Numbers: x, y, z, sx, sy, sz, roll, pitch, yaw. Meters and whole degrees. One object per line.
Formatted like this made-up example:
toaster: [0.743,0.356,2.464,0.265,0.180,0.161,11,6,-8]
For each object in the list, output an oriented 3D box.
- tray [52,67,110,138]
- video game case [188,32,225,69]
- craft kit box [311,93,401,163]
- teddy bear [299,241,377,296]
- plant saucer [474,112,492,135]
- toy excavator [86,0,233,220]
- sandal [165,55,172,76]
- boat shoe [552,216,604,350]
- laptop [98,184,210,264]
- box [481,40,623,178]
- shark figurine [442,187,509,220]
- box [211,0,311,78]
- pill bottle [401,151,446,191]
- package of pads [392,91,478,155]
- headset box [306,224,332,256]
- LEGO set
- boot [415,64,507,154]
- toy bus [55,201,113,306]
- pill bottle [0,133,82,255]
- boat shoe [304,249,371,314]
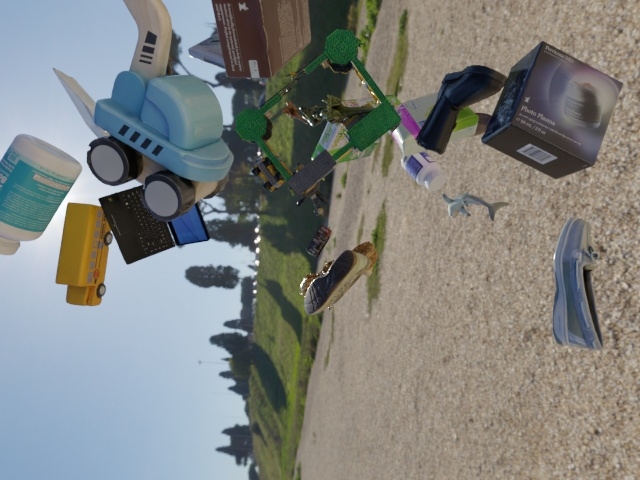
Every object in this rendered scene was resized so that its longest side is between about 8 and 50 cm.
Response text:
tray: [-0.619,-0.337,1.121,0.030,0.145,0.270,-42,-4,-20]
video game case: [-0.261,-0.716,1.510,0.329,0.299,0.036,-47,-27,-30]
craft kit box: [0.117,-0.365,1.382,0.061,0.246,0.250,59,146,21]
teddy bear: [0.074,0.134,1.580,0.113,0.337,0.245,61,169,19]
plant saucer: [0.672,-0.511,1.839,0.199,0.198,0.036,-89,-15,-52]
toy excavator: [-0.355,-0.337,0.897,0.445,0.432,0.222,-59,-2,26]
sandal: [-0.654,-0.745,1.717,0.090,0.060,0.219,-51,59,35]
boat shoe: [0.640,0.102,1.011,0.103,0.118,0.321,1,80,46]
laptop: [-0.531,-0.067,1.330,0.136,0.264,0.235,12,122,60]
box: [0.725,-0.403,1.305,0.183,0.296,0.294,141,153,-81]
shark figurine: [0.647,-0.179,1.770,0.116,0.166,0.278,-47,22,-20]
box: [-0.146,-0.608,1.161,0.382,0.143,0.191,-69,-20,-50]
pill bottle: [0.425,-0.289,1.688,0.112,0.111,0.187,98,150,-45]
package of pads: [0.421,-0.464,1.605,0.101,0.296,0.229,74,179,-49]
headset box: [0.000,0.000,1.040,0.083,0.032,0.062,-57,-6,-7]
LEGO set: [0.005,-0.236,0.852,0.331,0.255,0.192,-46,2,8]
boot: [0.343,-0.317,1.043,0.246,0.094,0.207,-127,58,-70]
toy bus: [-0.782,0.049,1.368,0.130,0.108,0.333,49,-132,-85]
pill bottle: [-0.687,-0.100,0.955,0.264,0.146,0.146,-58,3,0]
boat shoe: [0.049,0.145,1.307,0.285,0.089,0.105,-47,45,34]
